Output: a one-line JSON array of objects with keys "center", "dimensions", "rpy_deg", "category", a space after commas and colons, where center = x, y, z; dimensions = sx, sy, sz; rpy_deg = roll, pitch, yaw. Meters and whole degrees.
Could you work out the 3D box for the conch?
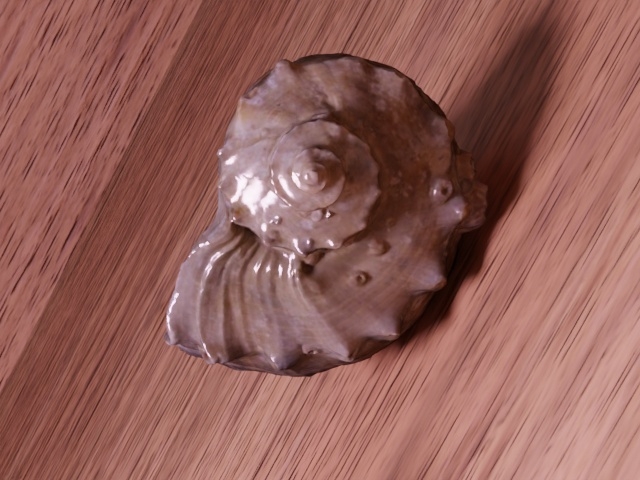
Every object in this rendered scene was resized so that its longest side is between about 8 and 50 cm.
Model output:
[{"center": [0.012, 0.010, 1.417], "dimensions": [0.297, 0.210, 0.352], "rpy_deg": [-49, -26, -2], "category": "conch"}]
